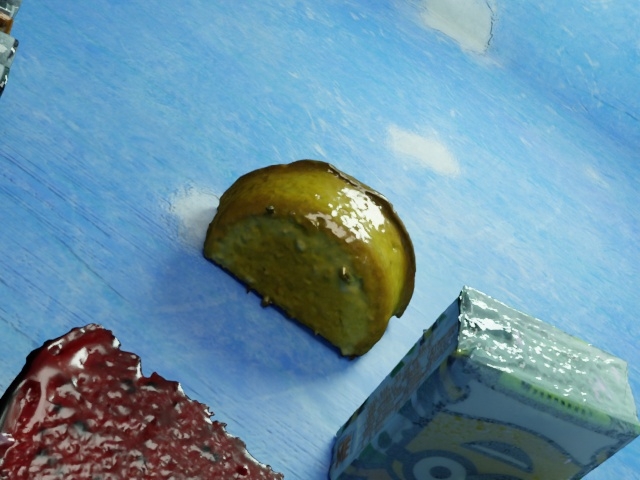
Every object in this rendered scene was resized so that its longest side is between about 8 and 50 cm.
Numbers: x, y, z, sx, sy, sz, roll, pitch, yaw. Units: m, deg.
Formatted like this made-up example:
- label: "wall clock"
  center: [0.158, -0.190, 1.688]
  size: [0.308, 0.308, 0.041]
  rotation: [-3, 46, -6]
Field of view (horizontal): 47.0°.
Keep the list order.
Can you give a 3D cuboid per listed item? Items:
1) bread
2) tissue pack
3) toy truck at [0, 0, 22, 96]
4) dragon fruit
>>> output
- label: "bread"
  center: [0.000, 0.000, 1.082]
  size: [0.340, 0.179, 0.194]
  rotation: [35, 38, 2]
- label: "tissue pack"
  center: [0.176, 0.223, 0.859]
  size: [0.228, 0.310, 0.128]
  rotation: [25, 38, -11]
- label: "toy truck"
  center: [-0.507, -0.237, 0.947]
  size: [0.173, 0.207, 0.387]
  rotation: [24, 31, -30]
- label: "dragon fruit"
  center: [-0.202, 0.259, 0.714]
  size: [0.343, 0.100, 0.282]
  rotation: [39, 39, 11]
